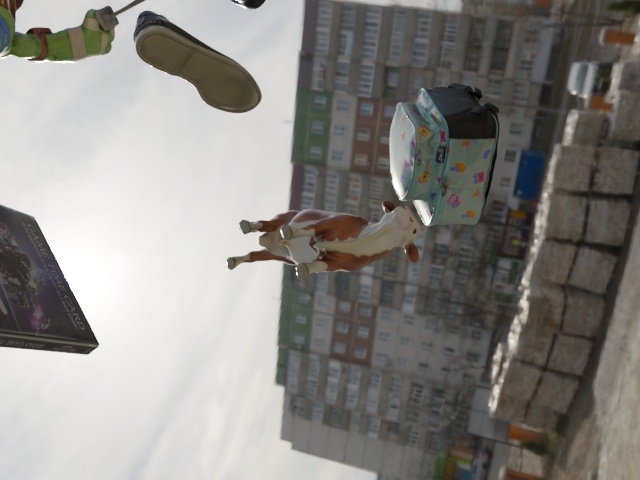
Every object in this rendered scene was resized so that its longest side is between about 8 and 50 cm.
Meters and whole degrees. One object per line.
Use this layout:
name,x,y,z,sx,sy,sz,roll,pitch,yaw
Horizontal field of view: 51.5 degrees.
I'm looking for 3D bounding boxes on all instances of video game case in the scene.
video game case,-0.347,0.022,0.666,0.026,0.196,0.274,-36,-19,4

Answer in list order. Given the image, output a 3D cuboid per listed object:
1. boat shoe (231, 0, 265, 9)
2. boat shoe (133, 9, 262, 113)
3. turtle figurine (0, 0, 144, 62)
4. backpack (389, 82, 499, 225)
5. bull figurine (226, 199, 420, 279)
boat shoe,-0.098,-0.289,0.675,0.089,0.109,0.258,49,-158,-31
boat shoe,-0.159,-0.240,0.888,0.206,0.075,0.065,23,-144,-46
turtle figurine,-0.273,-0.269,0.610,0.197,0.266,0.275,17,-69,-43
backpack,0.177,-0.115,0.971,0.166,0.144,0.189,-106,7,-58
bull figurine,0.000,0.000,0.997,0.188,0.310,0.101,-8,-87,-40
